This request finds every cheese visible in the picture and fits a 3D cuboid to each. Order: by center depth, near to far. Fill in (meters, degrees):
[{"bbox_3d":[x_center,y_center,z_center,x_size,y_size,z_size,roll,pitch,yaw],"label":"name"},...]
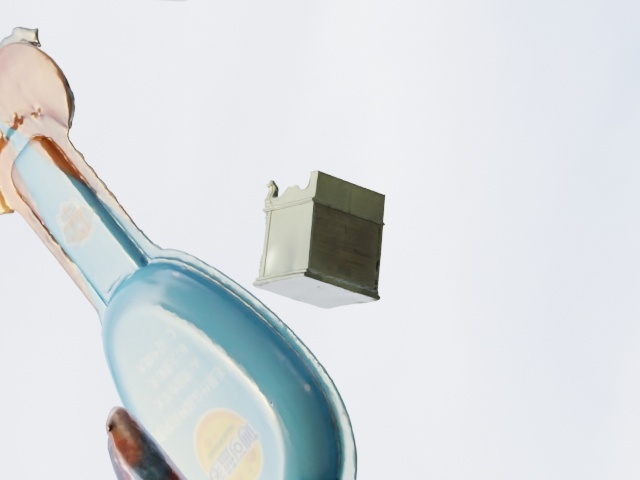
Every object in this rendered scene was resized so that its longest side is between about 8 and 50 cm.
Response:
[{"bbox_3d":[-0.068,0.028,0.780,0.256,0.106,0.037,52,-144,12],"label":"cheese"}]

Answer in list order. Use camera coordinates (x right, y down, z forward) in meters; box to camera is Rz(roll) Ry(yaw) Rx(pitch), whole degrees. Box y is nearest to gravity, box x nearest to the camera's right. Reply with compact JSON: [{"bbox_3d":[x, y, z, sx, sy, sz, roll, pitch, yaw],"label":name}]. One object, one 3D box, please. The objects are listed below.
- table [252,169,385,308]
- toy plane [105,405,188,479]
[{"bbox_3d":[0.000,0.000,1.434,0.079,0.062,0.083,19,-110,-39],"label":"table"},{"bbox_3d":[-0.014,0.104,0.438,0.130,0.061,0.189,-37,-60,-20],"label":"toy plane"}]
